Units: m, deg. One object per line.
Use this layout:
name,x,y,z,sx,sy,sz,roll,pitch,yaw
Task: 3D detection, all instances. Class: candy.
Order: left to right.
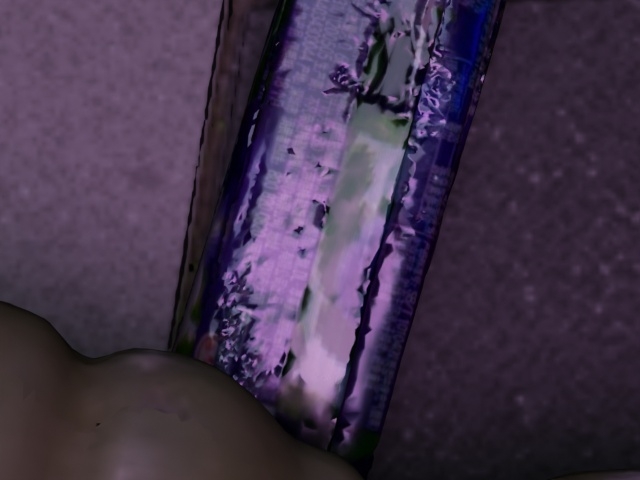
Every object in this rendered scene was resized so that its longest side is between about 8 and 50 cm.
candy,0.000,0.000,0.650,0.088,0.061,0.312,17,89,-3

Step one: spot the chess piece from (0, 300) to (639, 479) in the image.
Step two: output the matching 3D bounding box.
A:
chess piece,0.036,0.149,0.528,0.442,0.234,0.234,13,88,-9
